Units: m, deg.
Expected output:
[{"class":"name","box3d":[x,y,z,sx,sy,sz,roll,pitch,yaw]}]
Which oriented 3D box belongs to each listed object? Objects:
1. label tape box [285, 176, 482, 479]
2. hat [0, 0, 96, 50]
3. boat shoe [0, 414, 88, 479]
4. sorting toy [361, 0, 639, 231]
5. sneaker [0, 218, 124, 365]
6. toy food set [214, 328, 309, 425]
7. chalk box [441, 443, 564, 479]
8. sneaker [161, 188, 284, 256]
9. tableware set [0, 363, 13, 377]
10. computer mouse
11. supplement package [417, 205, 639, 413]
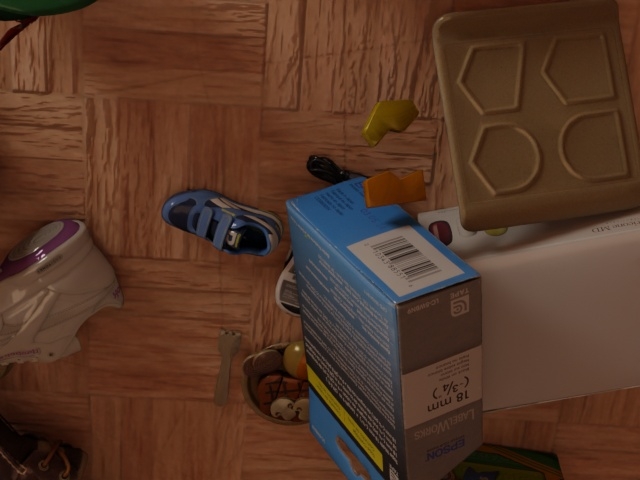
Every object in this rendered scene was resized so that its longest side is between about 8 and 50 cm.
[{"class":"label tape box","box3d":[0.072,0.132,1.298,0.106,0.240,0.334,-19,125,-20]},{"class":"hat","box3d":[-0.323,-0.249,1.230,0.173,0.208,0.183,57,149,15]},{"class":"boat shoe","box3d":[-0.350,0.295,1.489,0.123,0.123,0.342,-30,113,-1]},{"class":"sorting toy","box3d":[0.185,-0.128,1.244,0.307,0.041,0.229,-8,90,-12]},{"class":"sneaker","box3d":[-0.367,0.112,1.367,0.305,0.114,0.152,-34,119,-1]},{"class":"toy food set","box3d":[-0.037,0.180,1.465,0.192,0.038,0.132,8,116,-4]},{"class":"chalk box","box3d":[0.153,0.367,1.482,0.289,0.180,0.179,9,116,-6]},{"class":"sneaker","box3d":[-0.113,-0.018,1.356,0.144,0.059,0.053,13,118,-5]},{"class":"tableware set","box3d":[-0.461,0.113,1.431,0.194,0.039,0.128,38,111,-17]},{"class":"computer mouse","box3d":[0.000,0.000,1.377,0.106,0.042,0.193,20,109,-15]},{"class":"supplement package","box3d":[0.258,0.063,1.349,0.262,0.145,0.204,-11,116,5]}]
